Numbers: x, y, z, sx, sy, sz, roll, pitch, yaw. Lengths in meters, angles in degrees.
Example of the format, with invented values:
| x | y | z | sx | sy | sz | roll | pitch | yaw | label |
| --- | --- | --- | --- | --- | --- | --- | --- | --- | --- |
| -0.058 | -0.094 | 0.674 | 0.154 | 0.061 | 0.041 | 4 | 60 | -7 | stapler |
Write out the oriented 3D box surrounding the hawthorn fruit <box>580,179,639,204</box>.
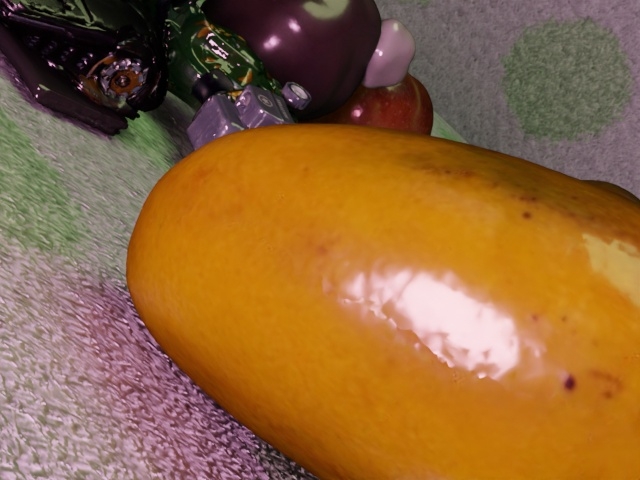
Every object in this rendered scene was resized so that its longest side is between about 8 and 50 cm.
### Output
| x | y | z | sx | sy | sz | roll | pitch | yaw | label |
| --- | --- | --- | --- | --- | --- | --- | --- | --- | --- |
| 0.264 | 0.083 | 1.678 | 0.268 | 0.268 | 0.301 | 51 | 12 | 32 | hawthorn fruit |

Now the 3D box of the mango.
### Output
| x | y | z | sx | sy | sz | roll | pitch | yaw | label |
| --- | --- | --- | --- | --- | --- | --- | --- | --- | --- |
| 0.072 | 0.063 | 0.999 | 0.446 | 0.232 | 0.300 | 21 | -20 | 25 | mango |

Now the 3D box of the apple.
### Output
| x | y | z | sx | sy | sz | roll | pitch | yaw | label |
| --- | --- | --- | --- | --- | --- | --- | --- | --- | --- |
| 0.041 | -0.163 | 2.024 | 0.201 | 0.162 | 0.201 | 36 | 3 | -2 | apple |

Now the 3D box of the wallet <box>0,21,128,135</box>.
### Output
| x | y | z | sx | sy | sz | roll | pitch | yaw | label |
| --- | --- | --- | --- | --- | --- | --- | --- | --- | --- |
| -0.263 | -0.186 | 1.391 | 0.244 | 0.025 | 0.124 | 53 | 15 | 27 | wallet |

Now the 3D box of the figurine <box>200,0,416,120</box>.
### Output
| x | y | z | sx | sy | sz | roll | pitch | yaw | label |
| --- | --- | --- | --- | --- | --- | --- | --- | --- | --- |
| -0.089 | -0.282 | 1.818 | 0.365 | 0.218 | 0.206 | 53 | 14 | 18 | figurine |

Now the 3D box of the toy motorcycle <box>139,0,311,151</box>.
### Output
| x | y | z | sx | sy | sz | roll | pitch | yaw | label |
| --- | --- | --- | --- | --- | --- | --- | --- | --- | --- |
| -0.104 | -0.149 | 1.551 | 0.187 | 0.125 | 0.274 | 22 | 27 | -36 | toy motorcycle |

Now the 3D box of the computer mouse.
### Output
| x | y | z | sx | sy | sz | roll | pitch | yaw | label |
| --- | --- | --- | --- | --- | --- | --- | --- | --- | --- |
| -0.202 | -0.190 | 1.367 | 0.242 | 0.077 | 0.146 | 30 | 18 | -47 | computer mouse |
